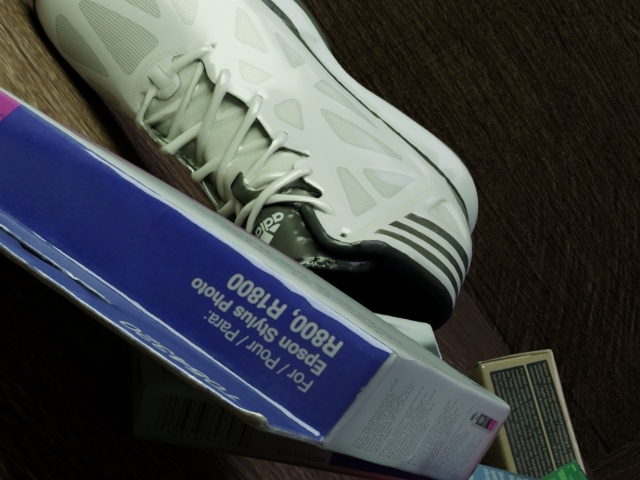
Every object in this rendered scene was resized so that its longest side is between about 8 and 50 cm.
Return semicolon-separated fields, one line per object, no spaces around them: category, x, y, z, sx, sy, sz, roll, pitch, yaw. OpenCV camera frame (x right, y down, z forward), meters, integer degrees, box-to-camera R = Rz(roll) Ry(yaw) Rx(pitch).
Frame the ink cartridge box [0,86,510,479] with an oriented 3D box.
ink cartridge box;-0.075;0.013;0.852;0.324;0.071;0.330;32;-1;23

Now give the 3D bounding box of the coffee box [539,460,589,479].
coffee box;0.188;0.297;1.470;0.040;0.184;0.113;56;7;-33

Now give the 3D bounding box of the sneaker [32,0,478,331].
sneaker;-0.051;-0.081;1.253;0.447;0.169;0.257;34;23;-12

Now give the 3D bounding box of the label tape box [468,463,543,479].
label tape box;0.208;0.285;1.242;0.334;0.106;0.240;14;12;0

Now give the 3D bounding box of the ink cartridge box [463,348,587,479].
ink cartridge box;0.201;0.236;1.656;0.234;0.088;0.193;124;-46;-72

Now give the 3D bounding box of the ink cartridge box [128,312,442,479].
ink cartridge box;-0.022;0.077;1.065;0.223;0.045;0.224;12;24;-14
